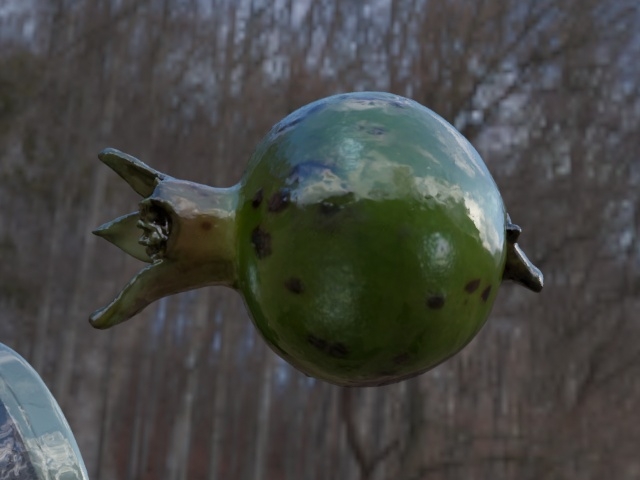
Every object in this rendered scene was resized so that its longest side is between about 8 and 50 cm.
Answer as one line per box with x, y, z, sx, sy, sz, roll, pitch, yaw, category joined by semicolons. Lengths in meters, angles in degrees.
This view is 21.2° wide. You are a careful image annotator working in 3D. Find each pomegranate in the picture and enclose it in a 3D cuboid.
-0.008;0.009;0.854;0.220;0.156;0.156;-18;-32;7;pomegranate

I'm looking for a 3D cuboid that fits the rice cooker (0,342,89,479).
-0.309;0.217;1.239;0.277;0.288;0.288;-14;-16;-36;rice cooker
